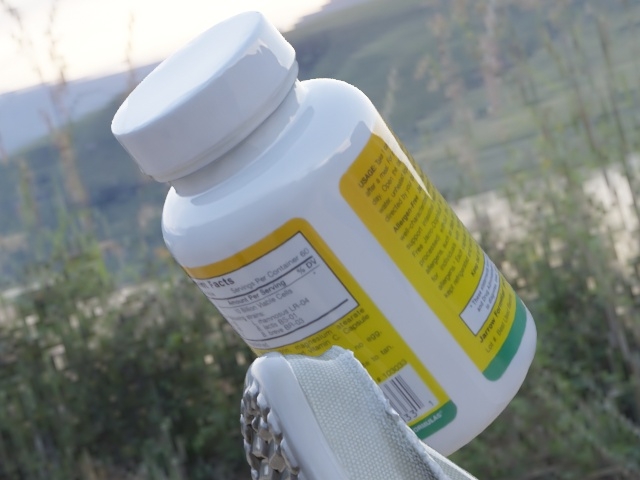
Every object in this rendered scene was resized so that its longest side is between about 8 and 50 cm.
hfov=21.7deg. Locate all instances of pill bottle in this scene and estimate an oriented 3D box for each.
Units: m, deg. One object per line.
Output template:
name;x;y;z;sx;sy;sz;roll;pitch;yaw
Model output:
pill bottle;0.000;0.000;0.782;0.117;0.208;0.117;-34;21;15

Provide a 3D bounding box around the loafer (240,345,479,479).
loafer;0.072;0.139;0.605;0.092;0.268;0.102;-37;-4;-19
